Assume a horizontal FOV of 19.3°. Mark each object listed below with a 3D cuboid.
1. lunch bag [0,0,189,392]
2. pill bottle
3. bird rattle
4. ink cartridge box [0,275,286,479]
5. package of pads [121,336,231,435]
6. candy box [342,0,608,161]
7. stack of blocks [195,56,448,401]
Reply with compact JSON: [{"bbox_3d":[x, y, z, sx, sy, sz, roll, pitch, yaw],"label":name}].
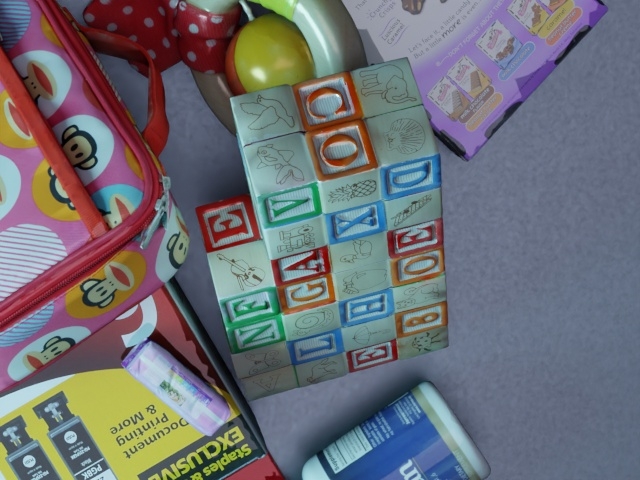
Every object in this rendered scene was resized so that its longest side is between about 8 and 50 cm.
[{"bbox_3d":[-0.227,-0.057,1.388,0.258,0.120,0.293,-33,59,-2],"label":"lunch bag"},{"bbox_3d":[0.045,0.197,1.522,0.169,0.094,0.094,-34,99,0],"label":"pill bottle"},{"bbox_3d":[-0.055,-0.153,1.398,0.253,0.143,0.207,-25,94,40],"label":"bird rattle"},{"bbox_3d":[-0.209,0.176,1.480,0.309,0.130,0.272,-31,100,-1],"label":"ink cartridge box"},{"bbox_3d":[-0.106,0.107,1.390,0.083,0.050,0.032,40,84,-11],"label":"package of pads"},{"bbox_3d":[0.098,-0.190,1.489,0.196,0.070,0.165,43,93,-9],"label":"candy box"},{"bbox_3d":[0.000,0.000,1.396,0.171,0.297,0.087,-14,60,-4],"label":"stack of blocks"}]
